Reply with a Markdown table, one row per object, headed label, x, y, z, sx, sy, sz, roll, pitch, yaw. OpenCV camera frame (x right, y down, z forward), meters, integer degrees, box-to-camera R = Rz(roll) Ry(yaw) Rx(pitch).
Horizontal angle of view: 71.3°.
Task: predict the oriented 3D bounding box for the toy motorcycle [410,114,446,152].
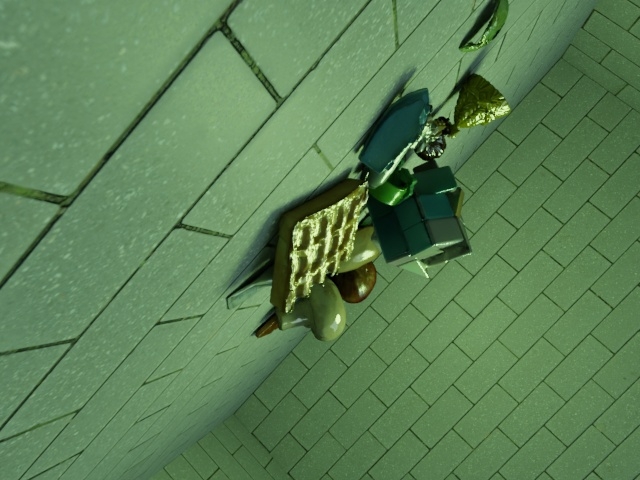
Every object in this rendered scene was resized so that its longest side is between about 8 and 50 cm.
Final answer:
| label | x | y | z | sx | sy | sz | roll | pitch | yaw |
| --- | --- | --- | --- | --- | --- | --- | --- | --- | --- |
| toy motorcycle | 0.309 | -0.333 | 1.331 | 0.229 | 0.094 | 0.130 | -14 | 149 | -47 |

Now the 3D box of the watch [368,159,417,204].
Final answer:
| label | x | y | z | sx | sy | sz | roll | pitch | yaw |
| --- | --- | --- | --- | --- | --- | --- | --- | --- | --- |
| watch | 0.206 | -0.186 | 1.424 | 0.152 | 0.165 | 0.131 | -2 | 141 | -39 |

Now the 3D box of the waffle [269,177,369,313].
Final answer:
| label | x | y | z | sx | sy | sz | roll | pitch | yaw |
| --- | --- | --- | --- | --- | --- | --- | --- | --- | --- |
| waffle | 0.000 | 0.000 | 1.226 | 0.348 | 0.077 | 0.304 | -35 | 144 | -45 |

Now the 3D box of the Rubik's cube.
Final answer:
| label | x | y | z | sx | sy | sz | roll | pitch | yaw |
| --- | --- | --- | --- | --- | --- | --- | --- | --- | --- |
| Rubik's cube | 0.359 | -0.064 | 1.620 | 0.358 | 0.387 | 0.368 | -21 | 166 | 22 |

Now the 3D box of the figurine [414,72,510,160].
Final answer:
| label | x | y | z | sx | sy | sz | roll | pitch | yaw |
| --- | --- | --- | --- | --- | --- | --- | --- | --- | --- |
| figurine | 0.456 | -0.397 | 1.534 | 0.315 | 0.187 | 0.168 | -40 | 174 | 9 |

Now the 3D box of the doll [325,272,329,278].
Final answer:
| label | x | y | z | sx | sy | sz | roll | pitch | yaw |
| --- | --- | --- | --- | --- | --- | --- | --- | --- | --- |
| doll | 0.003 | 0.301 | 2.122 | 0.201 | 0.156 | 0.303 | -12 | 111 | -80 |

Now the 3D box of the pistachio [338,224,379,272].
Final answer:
| label | x | y | z | sx | sy | sz | roll | pitch | yaw |
| --- | --- | --- | --- | --- | --- | --- | --- | --- | --- |
| pistachio | 0.122 | 0.035 | 1.778 | 0.260 | 0.163 | 0.212 | -24 | 137 | -30 |

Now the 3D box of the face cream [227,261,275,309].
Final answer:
| label | x | y | z | sx | sy | sz | roll | pitch | yaw |
| --- | --- | --- | --- | --- | --- | --- | --- | --- | --- |
| face cream | -0.169 | 0.123 | 1.282 | 0.224 | 0.070 | 0.114 | -29 | 162 | -20 |

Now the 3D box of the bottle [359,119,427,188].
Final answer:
| label | x | y | z | sx | sy | sz | roll | pitch | yaw |
| --- | --- | --- | --- | --- | --- | --- | --- | --- | --- |
| bottle | 0.194 | -0.254 | 1.242 | 0.096 | 0.079 | 0.253 | -14 | 148 | -44 |

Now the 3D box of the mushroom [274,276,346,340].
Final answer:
| label | x | y | z | sx | sy | sz | roll | pitch | yaw |
| --- | --- | --- | --- | --- | --- | --- | --- | --- | --- |
| mushroom | -0.044 | 0.300 | 1.872 | 0.290 | 0.292 | 0.292 | -14 | 161 | -8 |

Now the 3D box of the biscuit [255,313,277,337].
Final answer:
| label | x | y | z | sx | sy | sz | roll | pitch | yaw |
| --- | --- | --- | --- | --- | --- | --- | --- | --- | --- |
| biscuit | -0.194 | 0.352 | 1.960 | 0.280 | 0.043 | 0.183 | -26 | 153 | -49 |

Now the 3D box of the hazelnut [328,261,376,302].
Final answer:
| label | x | y | z | sx | sy | sz | roll | pitch | yaw |
| --- | --- | --- | --- | --- | --- | --- | --- | --- | --- |
| hazelnut | 0.143 | 0.152 | 1.974 | 0.217 | 0.251 | 0.217 | -3 | 150 | -2 |

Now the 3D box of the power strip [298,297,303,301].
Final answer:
| label | x | y | z | sx | sy | sz | roll | pitch | yaw |
| --- | --- | --- | --- | --- | --- | --- | --- | --- | --- |
| power strip | -0.108 | 0.346 | 2.233 | 0.270 | 0.046 | 0.118 | -49 | 168 | 4 |

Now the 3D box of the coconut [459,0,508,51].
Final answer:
| label | x | y | z | sx | sy | sz | roll | pitch | yaw |
| --- | --- | --- | --- | --- | --- | --- | --- | --- | --- |
| coconut | 0.446 | -0.561 | 1.177 | 0.133 | 0.055 | 0.158 | -34 | 164 | -43 |

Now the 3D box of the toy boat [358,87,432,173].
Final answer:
| label | x | y | z | sx | sy | sz | roll | pitch | yaw |
| --- | --- | --- | --- | --- | --- | --- | --- | --- | --- |
| toy boat | 0.195 | -0.280 | 1.125 | 0.238 | 0.109 | 0.098 | -51 | -172 | 32 |

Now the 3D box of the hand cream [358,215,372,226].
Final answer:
| label | x | y | z | sx | sy | sz | roll | pitch | yaw |
| --- | --- | --- | --- | --- | --- | --- | --- | --- | --- |
| hand cream | 0.264 | -0.148 | 1.949 | 0.275 | 0.050 | 0.079 | -52 | -166 | -4 |
